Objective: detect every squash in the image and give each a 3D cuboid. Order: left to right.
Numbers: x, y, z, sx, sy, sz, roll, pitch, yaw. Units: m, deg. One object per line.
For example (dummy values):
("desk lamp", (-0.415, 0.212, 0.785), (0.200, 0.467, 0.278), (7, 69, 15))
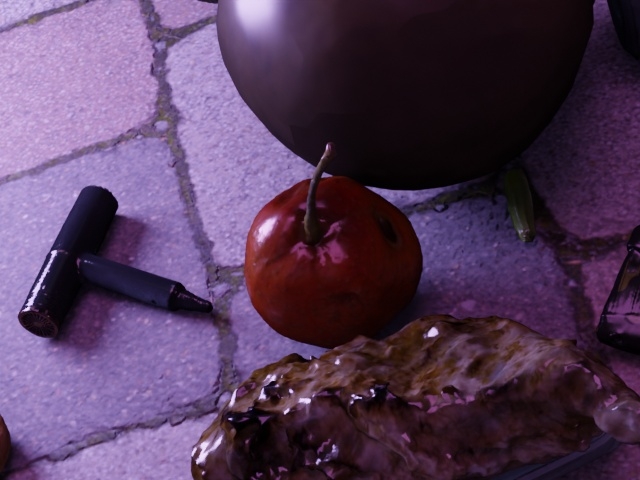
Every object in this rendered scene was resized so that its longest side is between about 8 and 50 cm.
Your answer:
("squash", (0.193, -0.032, 1.543), (0.027, 0.027, 0.089), (-11, 53, 9))

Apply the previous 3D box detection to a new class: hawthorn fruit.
("hawthorn fruit", (0.000, 0.000, 1.410), (0.165, 0.285, 0.165), (-3, 72, 9))

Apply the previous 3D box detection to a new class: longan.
("longan", (0.092, -0.226, 1.535), (0.405, 0.336, 0.404), (-14, 31, 9))

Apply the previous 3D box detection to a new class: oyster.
("oyster", (0.083, 0.119, 1.334), (0.396, 0.111, 0.204), (-11, 39, 17))

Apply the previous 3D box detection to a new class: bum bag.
("bum bag", (0.323, 0.008, 1.441), (0.107, 0.060, 0.232), (13, 57, 17))

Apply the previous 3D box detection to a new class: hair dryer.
("hair dryer", (-0.188, 0.026, 1.615), (0.195, 0.050, 0.173), (5, 53, 18))

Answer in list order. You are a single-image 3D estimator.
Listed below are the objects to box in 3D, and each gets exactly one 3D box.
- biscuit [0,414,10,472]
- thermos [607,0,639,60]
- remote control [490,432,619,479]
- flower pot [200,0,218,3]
("biscuit", (-0.441, 0.183, 1.559), (0.262, 0.052, 0.277), (-21, 46, -6))
("thermos", (0.435, -0.269, 1.597), (0.287, 0.145, 0.182), (-13, 79, 6))
("remote control", (0.145, 0.178, 1.359), (0.247, 0.052, 0.104), (-24, 46, -2))
("flower pot", (-0.142, -0.390, 1.866), (0.235, 0.235, 0.140), (-50, 28, -24))
